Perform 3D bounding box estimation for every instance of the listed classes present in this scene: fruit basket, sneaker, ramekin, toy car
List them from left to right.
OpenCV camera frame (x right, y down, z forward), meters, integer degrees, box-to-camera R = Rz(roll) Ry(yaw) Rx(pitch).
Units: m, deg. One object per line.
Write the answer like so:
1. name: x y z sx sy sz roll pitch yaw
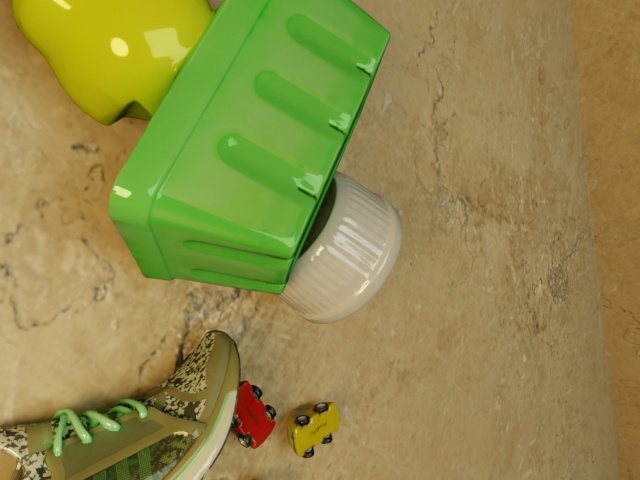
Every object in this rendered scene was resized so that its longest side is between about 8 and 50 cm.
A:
1. sneaker: -0.238 0.226 0.563 0.182 0.158 0.410 49 51 -15
2. fruit basket: -0.145 -0.159 0.606 0.391 0.283 0.392 3 70 -8
3. toy car: -0.081 0.326 0.785 0.239 0.053 0.225 28 71 -43
4. ramekin: 0.000 0.000 0.756 0.109 0.207 0.207 37 65 -32
